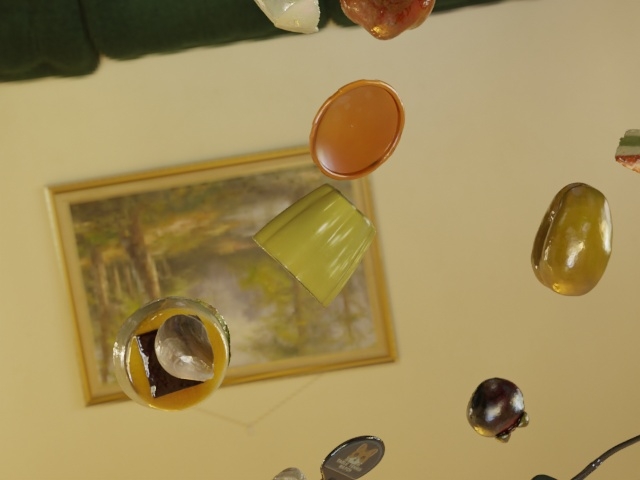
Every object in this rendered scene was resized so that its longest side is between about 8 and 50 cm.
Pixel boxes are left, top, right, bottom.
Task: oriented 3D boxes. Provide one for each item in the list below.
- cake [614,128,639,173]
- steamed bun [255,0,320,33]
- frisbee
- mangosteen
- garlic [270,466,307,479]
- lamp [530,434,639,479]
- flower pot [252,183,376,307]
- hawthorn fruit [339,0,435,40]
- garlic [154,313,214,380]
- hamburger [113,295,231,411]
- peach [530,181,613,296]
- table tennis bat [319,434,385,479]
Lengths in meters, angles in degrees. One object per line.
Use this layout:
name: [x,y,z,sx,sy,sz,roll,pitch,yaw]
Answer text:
cake: [0.617,-0.121,1.533,0.220,0.117,0.086,3,-132,34]
steamed bun: [-0.076,-0.670,2.451,0.170,0.226,0.200,-43,163,32]
frisbee: [0.061,-0.195,1.605,0.192,0.192,0.035,-12,-143,-27]
mangosteen: [0.424,0.404,2.184,0.152,0.153,0.152,-9,-174,1]
garlic: [-0.068,0.566,2.126,0.094,0.113,0.074,26,-135,7]
lamp: [0.556,0.402,1.701,0.371,0.130,0.108,-43,130,19]
flower pot: [0.000,0.000,1.734,0.179,0.195,0.195,-46,-171,-2]
hawthorn fruit: [0.157,-0.579,2.042,0.224,0.224,0.261,-10,152,-14]
garlic: [-0.268,0.200,1.770,0.101,0.087,0.195,15,-162,-23]
hamburger: [-0.359,0.281,2.260,0.300,0.300,0.176,-11,-172,-16]
peach: [0.542,-0.002,1.974,0.153,0.251,0.251,6,-173,1]
table tennis bat: [0.042,0.508,2.028,0.236,0.027,0.150,-42,135,11]
